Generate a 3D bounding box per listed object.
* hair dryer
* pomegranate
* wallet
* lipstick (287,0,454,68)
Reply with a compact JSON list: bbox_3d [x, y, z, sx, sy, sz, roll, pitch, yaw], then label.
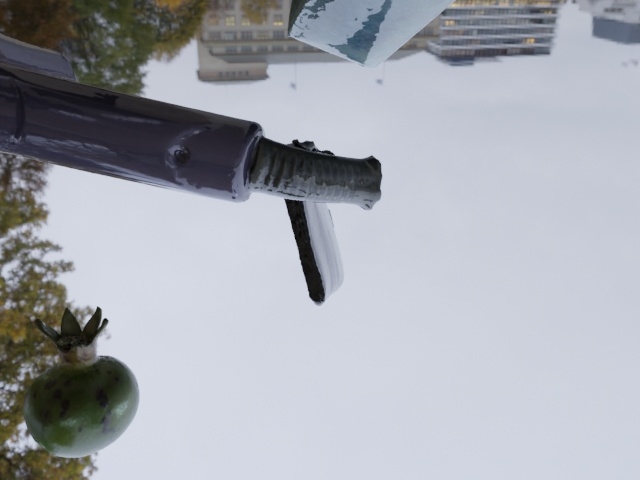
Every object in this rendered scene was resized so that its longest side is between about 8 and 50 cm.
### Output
[{"bbox_3d":[-0.138,-0.072,0.366,0.362,0.121,0.301,15,-166,2],"label":"hair dryer"},{"bbox_3d":[-0.349,0.205,0.850,0.156,0.220,0.156,-12,175,-1],"label":"pomegranate"},{"bbox_3d":[0.001,0.000,0.662,0.025,0.124,0.244,-15,179,6],"label":"wallet"},{"bbox_3d":[0.053,-0.158,0.253,0.076,0.077,0.290,16,174,-16],"label":"lipstick"}]
